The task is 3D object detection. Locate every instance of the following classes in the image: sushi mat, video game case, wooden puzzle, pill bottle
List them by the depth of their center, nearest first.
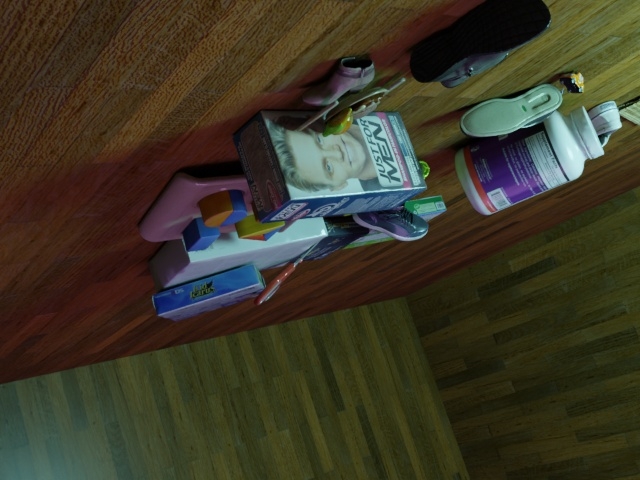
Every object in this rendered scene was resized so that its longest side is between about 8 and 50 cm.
[{"bbox_3d":[-0.176,-0.055,1.706,0.348,0.080,0.322,-3,162,-30],"label":"wooden puzzle"},{"bbox_3d":[0.499,-0.198,1.933,0.323,0.181,0.181,-24,167,22],"label":"pill bottle"},{"bbox_3d":[-0.284,0.140,2.117,0.270,0.061,0.244,-17,170,-2],"label":"video game case"},{"bbox_3d":[0.912,-0.365,2.189,0.151,0.019,0.317,-25,166,31],"label":"sushi mat"}]

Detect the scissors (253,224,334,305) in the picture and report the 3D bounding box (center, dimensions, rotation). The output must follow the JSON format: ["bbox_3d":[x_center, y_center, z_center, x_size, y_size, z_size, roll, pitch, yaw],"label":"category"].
[{"bbox_3d":[-0.068,0.065,2.153,0.297,0.021,0.109,-45,171,1],"label":"scissors"}]

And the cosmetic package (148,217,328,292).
[{"bbox_3d":[-0.212,0.021,2.034,0.377,0.097,0.284,-11,166,-31],"label":"cosmetic package"}]

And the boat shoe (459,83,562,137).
[{"bbox_3d":[0.404,-0.265,1.729,0.233,0.084,0.079,-19,168,-13],"label":"boat shoe"}]

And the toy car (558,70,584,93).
[{"bbox_3d":[0.524,-0.339,1.739,0.040,0.060,0.122,-60,-164,-11],"label":"toy car"}]

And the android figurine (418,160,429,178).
[{"bbox_3d":[0.141,-0.125,1.950,0.248,0.056,0.273,-21,177,-20],"label":"android figurine"}]

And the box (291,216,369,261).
[{"bbox_3d":[0.000,0.000,2.347,0.183,0.059,0.233,-5,162,-45],"label":"box"}]

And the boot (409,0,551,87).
[{"bbox_3d":[0.277,-0.326,1.328,0.247,0.083,0.161,-20,176,33],"label":"boot"}]

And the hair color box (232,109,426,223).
[{"bbox_3d":[0.025,-0.142,1.493,0.347,0.173,0.105,-8,163,-41],"label":"hair color box"}]

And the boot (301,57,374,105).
[{"bbox_3d":[0.030,-0.262,1.306,0.119,0.042,0.087,-16,161,-15],"label":"boot"}]

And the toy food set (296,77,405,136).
[{"bbox_3d":[0.063,-0.223,1.398,0.192,0.038,0.132,-26,179,-37],"label":"toy food set"}]

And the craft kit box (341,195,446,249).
[{"bbox_3d":[0.214,-0.053,2.449,0.250,0.061,0.247,-10,163,-34],"label":"craft kit box"}]

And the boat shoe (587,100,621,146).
[{"bbox_3d":[0.715,-0.278,2.126,0.095,0.084,0.258,-18,168,-4],"label":"boat shoe"}]

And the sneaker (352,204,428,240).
[{"bbox_3d":[0.221,-0.076,2.160,0.226,0.086,0.163,12,150,-22],"label":"sneaker"}]
